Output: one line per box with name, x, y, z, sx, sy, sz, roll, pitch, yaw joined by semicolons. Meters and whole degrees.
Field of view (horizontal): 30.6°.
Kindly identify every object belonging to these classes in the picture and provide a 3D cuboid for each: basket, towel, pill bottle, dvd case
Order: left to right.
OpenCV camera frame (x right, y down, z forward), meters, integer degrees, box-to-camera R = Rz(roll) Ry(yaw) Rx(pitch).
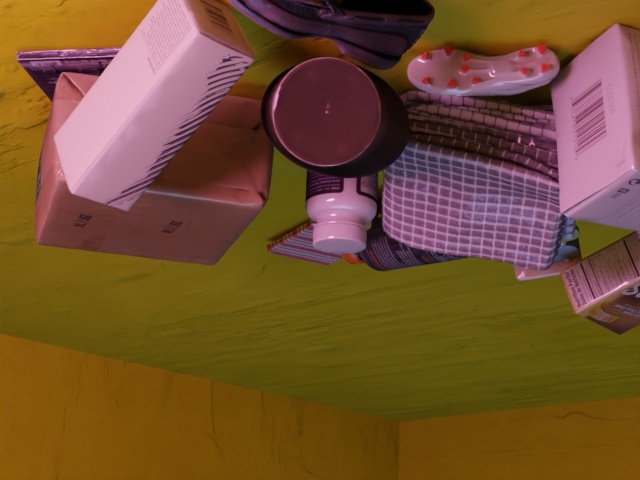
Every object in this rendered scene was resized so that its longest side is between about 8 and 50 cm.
dvd case;-0.312;-0.216;1.663;0.164;0.018;0.221;-1;162;8
towel;0.000;0.000;2.290;0.144;0.029;0.197;12;157;-28
basket;0.015;-0.155;1.464;0.204;0.154;0.227;16;-175;1
pill bottle;0.032;-0.083;1.746;0.108;0.194;0.108;2;162;1
pill bottle;0.148;-0.017;2.043;0.245;0.131;0.130;-11;158;34
towel;0.227;-0.078;1.671;0.283;0.121;0.235;13;140;14

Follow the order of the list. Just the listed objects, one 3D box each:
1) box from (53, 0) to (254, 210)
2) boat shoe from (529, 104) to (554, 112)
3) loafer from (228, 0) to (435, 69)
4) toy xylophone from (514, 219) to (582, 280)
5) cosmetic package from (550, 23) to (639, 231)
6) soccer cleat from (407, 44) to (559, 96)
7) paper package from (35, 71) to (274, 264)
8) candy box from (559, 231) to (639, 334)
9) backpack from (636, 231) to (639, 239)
box;-0.208;-0.172;1.437;0.094;0.113;0.275;19;126;-42
boat shoe;0.276;-0.145;1.726;0.227;0.069;0.081;-10;158;35
loafer;0.011;-0.281;1.324;0.095;0.109;0.302;-35;149;32
toy xylophone;0.361;-0.056;1.876;0.236;0.081;0.322;-16;144;25
cosmetic package;0.507;-0.120;1.530;0.384;0.217;0.156;12;154;-22
soccer cleat;0.212;-0.215;1.529;0.196;0.068;0.076;-3;165;7
paper package;-0.256;-0.097;1.729;0.309;0.168;0.325;8;162;-15
candy box;0.576;0.035;1.921;0.316;0.088;0.183;-32;147;26
backpack;0.542;-0.074;1.725;0.144;0.188;0.166;16;142;-20
